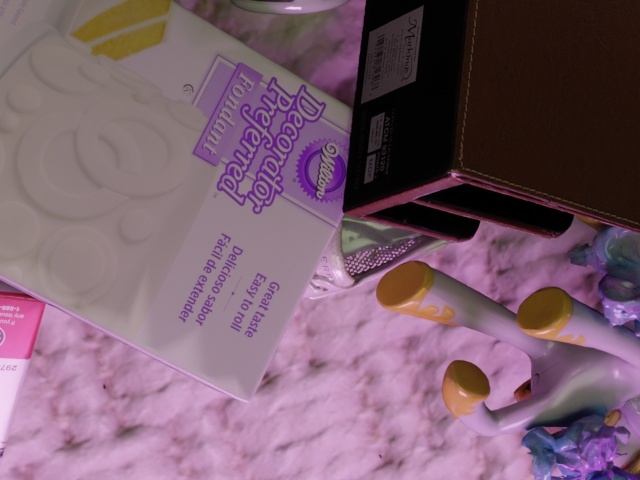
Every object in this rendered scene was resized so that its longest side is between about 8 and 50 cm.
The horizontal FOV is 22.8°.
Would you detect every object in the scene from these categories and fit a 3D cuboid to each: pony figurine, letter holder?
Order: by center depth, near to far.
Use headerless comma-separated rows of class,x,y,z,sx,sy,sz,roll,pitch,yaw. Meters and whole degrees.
letter holder,0.158,-0.153,1.195,0.214,0.152,0.302,14,74,-27
pony figurine,0.277,0.093,1.333,0.351,0.303,0.363,-26,138,25

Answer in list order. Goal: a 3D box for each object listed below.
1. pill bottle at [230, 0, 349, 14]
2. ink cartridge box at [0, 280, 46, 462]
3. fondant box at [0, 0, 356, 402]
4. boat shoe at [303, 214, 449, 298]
pill bottle,-0.025,-0.270,1.200,0.103,0.103,0.184,-6,112,-11
ink cartridge box,-0.334,0.118,1.255,0.172,0.100,0.237,7,115,-27
fondant box,-0.149,-0.059,1.182,0.330,0.096,0.238,30,81,-20
boat shoe,0.000,0.000,1.316,0.277,0.096,0.098,-20,114,-6
